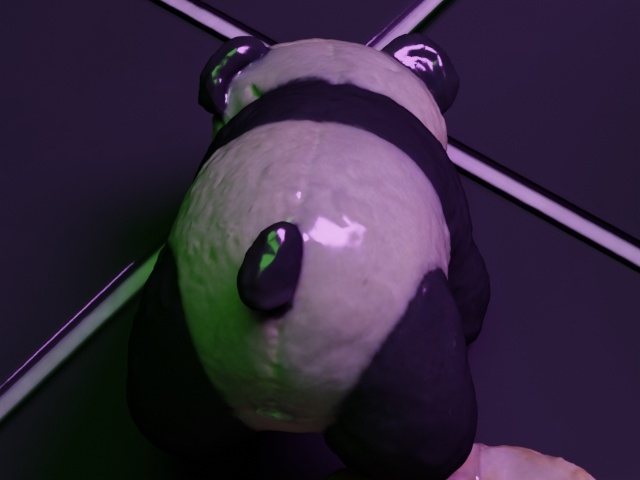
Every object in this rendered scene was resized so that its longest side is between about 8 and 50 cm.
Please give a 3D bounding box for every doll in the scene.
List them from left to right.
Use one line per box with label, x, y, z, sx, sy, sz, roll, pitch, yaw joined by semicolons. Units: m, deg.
doll;0.001;0.001;0.816;0.143;0.135;0.234;6;31;6

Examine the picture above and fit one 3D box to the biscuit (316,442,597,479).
biscuit;0.051;0.168;0.749;0.219;0.033;0.220;-2;50;3
